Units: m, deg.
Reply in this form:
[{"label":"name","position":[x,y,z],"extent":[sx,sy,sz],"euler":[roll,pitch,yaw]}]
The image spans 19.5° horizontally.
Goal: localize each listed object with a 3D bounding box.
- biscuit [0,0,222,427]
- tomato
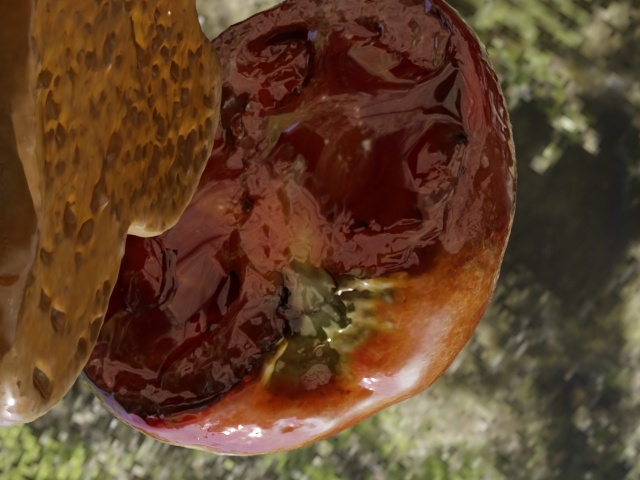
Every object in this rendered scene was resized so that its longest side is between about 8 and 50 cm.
[{"label":"biscuit","position":[-0.074,-0.121,0.534],"extent":[0.049,0.324,0.205],"euler":[12,-144,13]},{"label":"tomato","position":[0.000,0.000,0.864],"extent":[0.139,0.233,0.200],"euler":[42,-159,-45]}]
